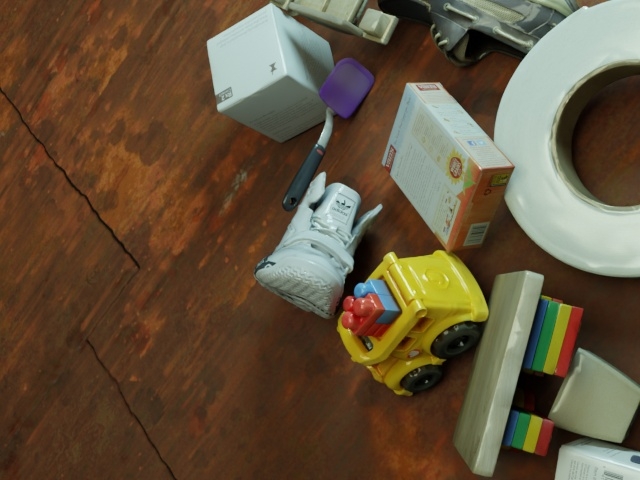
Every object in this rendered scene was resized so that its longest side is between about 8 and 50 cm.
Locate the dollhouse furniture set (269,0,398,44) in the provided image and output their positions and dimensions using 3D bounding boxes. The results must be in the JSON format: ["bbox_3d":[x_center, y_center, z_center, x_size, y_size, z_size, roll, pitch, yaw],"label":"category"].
[{"bbox_3d":[0.089,-0.486,1.583,0.355,0.174,0.303,31,96,42],"label":"dollhouse furniture set"}]

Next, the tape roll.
[{"bbox_3d":[0.429,-0.141,1.291,0.392,0.072,0.392,-2,86,35],"label":"tape roll"}]

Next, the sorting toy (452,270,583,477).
[{"bbox_3d":[0.265,0.179,1.262,0.089,0.255,0.257,15,87,3],"label":"sorting toy"}]

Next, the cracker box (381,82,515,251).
[{"bbox_3d":[0.188,-0.116,1.430,0.232,0.067,0.156,58,144,41],"label":"cracker box"}]

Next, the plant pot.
[{"bbox_3d":[0.375,0.215,1.250,0.096,0.109,0.109,24,91,25],"label":"plant pot"}]

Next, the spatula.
[{"bbox_3d":[0.004,-0.178,1.588,0.030,0.084,0.296,0,60,51],"label":"spatula"}]

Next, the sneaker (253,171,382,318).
[{"bbox_3d":[0.000,0.000,1.457,0.137,0.366,0.210,29,84,-4],"label":"sneaker"}]

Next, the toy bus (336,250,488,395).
[{"bbox_3d":[0.102,0.124,1.378,0.220,0.211,0.149,-55,48,33],"label":"toy bus"}]

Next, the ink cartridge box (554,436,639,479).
[{"bbox_3d":[0.413,0.363,1.164,0.237,0.100,0.172,11,94,36],"label":"ink cartridge box"}]

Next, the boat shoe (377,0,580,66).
[{"bbox_3d":[0.230,-0.353,1.492,0.355,0.132,0.130,17,87,38],"label":"boat shoe"}]

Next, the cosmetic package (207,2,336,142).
[{"bbox_3d":[-0.079,-0.291,1.657,0.151,0.183,0.151,-24,64,27],"label":"cosmetic package"}]
